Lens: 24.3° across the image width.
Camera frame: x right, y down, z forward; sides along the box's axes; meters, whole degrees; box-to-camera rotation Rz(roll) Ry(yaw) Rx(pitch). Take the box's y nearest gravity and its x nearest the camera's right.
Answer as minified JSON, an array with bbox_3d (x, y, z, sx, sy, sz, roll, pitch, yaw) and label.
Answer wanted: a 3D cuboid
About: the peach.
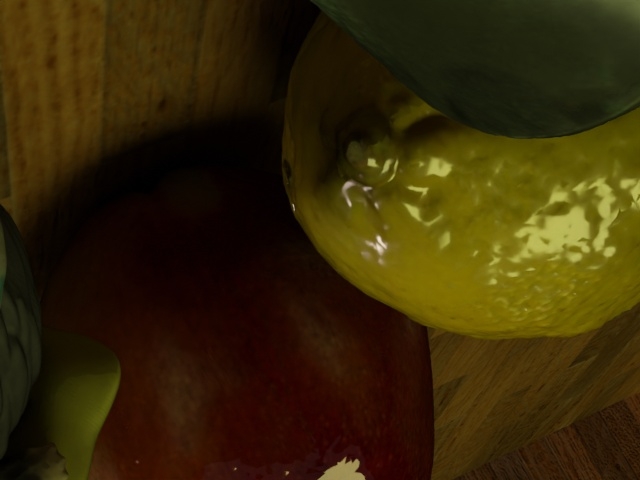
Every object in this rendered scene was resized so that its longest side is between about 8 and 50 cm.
[{"bbox_3d":[-0.055,0.116,1.042,0.308,0.332,0.308,-17,165,-5],"label":"peach"}]

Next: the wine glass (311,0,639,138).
[{"bbox_3d":[-0.081,-0.150,0.461,0.406,0.267,0.267,-7,152,-34],"label":"wine glass"}]

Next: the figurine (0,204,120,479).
[{"bbox_3d":[-0.278,0.082,0.661,0.266,0.361,0.377,-6,147,11],"label":"figurine"}]

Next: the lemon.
[{"bbox_3d":[0.113,-0.070,0.898,0.268,0.268,0.322,-36,159,22],"label":"lemon"}]
